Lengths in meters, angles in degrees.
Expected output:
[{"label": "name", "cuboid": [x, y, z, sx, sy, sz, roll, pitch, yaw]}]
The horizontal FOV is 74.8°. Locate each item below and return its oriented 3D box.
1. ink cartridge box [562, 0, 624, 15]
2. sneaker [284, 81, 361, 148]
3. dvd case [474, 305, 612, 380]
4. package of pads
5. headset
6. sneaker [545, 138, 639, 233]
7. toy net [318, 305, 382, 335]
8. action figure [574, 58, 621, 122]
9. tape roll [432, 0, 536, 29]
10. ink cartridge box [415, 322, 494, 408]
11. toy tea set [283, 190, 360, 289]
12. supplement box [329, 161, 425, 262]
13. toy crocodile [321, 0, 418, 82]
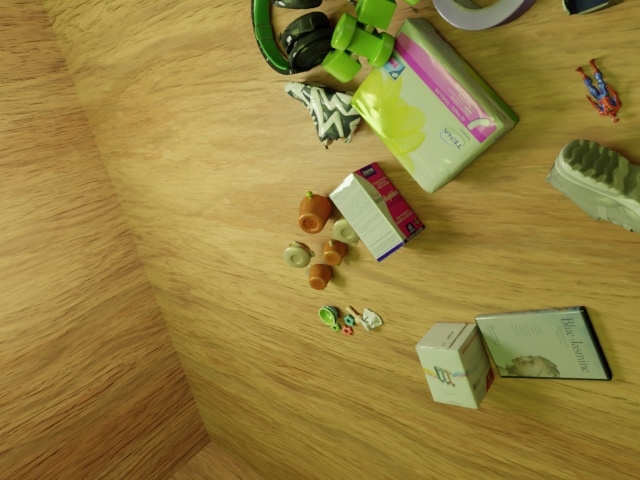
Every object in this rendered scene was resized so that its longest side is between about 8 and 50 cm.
[{"label": "ink cartridge box", "cuboid": [0.366, -0.433, 0.577, 0.045, 0.224, 0.223, -6, 110, 45]}, {"label": "sneaker", "cuboid": [-0.001, -0.320, 1.084, 0.235, 0.094, 0.153, 21, 119, 21]}, {"label": "dvd case", "cuboid": [0.516, 0.248, 0.990, 0.253, 0.022, 0.180, -18, 100, 47]}, {"label": "package of pads", "cuboid": [0.225, -0.275, 0.894, 0.296, 0.101, 0.229, 51, 137, 8]}, {"label": "headset", "cuboid": [-0.059, -0.517, 0.955, 0.394, 0.185, 0.243, 11, 121, 51]}, {"label": "sneaker", "cuboid": [0.542, -0.073, 0.745, 0.281, 0.105, 0.115, 39, 169, 14]}, {"label": "toy net", "cuboid": [0.100, 0.274, 1.378, 0.232, 0.045, 0.122, 0, 113, 43]}, {"label": "action figure", "cuboid": [0.482, -0.253, 0.721, 0.038, 0.030, 0.115, -31, 93, 43]}, {"label": "tape roll", "cuboid": [0.293, -0.473, 0.729, 0.189, 0.080, 0.189, 22, 128, 32]}, {"label": "ink cartridge box", "cuboid": [0.355, 0.322, 1.105, 0.127, 0.128, 0.176, -8, 107, 45]}, {"label": "toy tea set", "cuboid": [0.000, 0.000, 1.290, 0.200, 0.124, 0.336, 22, 130, -5]}, {"label": "supplement box", "cuboid": [0.144, -0.074, 1.081, 0.220, 0.111, 0.114, 53, 138, 5]}, {"label": "toy crocodile", "cuboid": [0.108, -0.449, 0.791, 0.115, 0.105, 0.340, 15, 135, -20]}]
